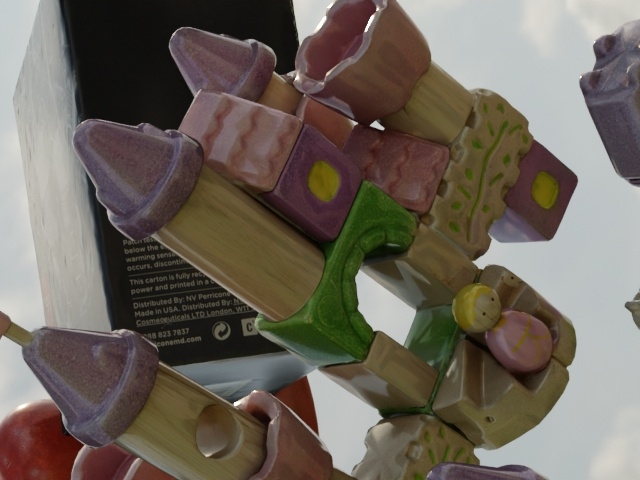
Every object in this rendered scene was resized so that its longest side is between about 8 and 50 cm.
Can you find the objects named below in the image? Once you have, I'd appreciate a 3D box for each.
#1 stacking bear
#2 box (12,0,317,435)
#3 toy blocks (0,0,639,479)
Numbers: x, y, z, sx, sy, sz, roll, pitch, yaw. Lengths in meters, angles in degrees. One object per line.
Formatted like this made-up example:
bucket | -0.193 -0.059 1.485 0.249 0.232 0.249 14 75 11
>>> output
stacking bear | -0.166 0.170 1.564 0.289 0.175 0.164 -21 -40 -21
box | -0.125 -0.028 1.342 0.343 0.178 0.313 138 124 -69
toy blocks | 0.000 0.000 0.784 0.260 0.309 0.289 38 -117 -28
